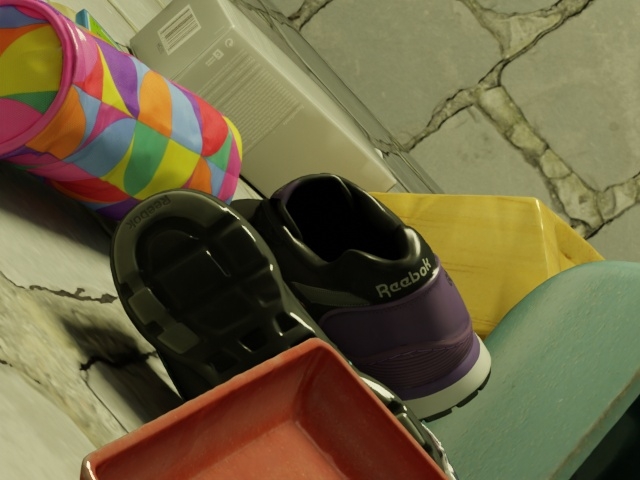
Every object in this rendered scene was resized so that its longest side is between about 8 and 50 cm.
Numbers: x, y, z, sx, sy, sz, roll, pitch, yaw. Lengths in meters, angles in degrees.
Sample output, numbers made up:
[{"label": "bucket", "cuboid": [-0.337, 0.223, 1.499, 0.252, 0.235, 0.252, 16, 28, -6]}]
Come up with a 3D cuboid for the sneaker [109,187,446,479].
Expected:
[{"label": "sneaker", "cuboid": [-0.012, 0.091, 1.033, 0.267, 0.101, 0.106, 59, -5, 12]}]

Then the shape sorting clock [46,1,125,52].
[{"label": "shape sorting clock", "cuboid": [-0.136, -0.088, 1.424, 0.206, 0.040, 0.206, 50, 7, -9]}]

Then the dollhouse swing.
[{"label": "dollhouse swing", "cuboid": [0.148, 0.169, 1.609, 0.315, 0.305, 0.347, 2, -21, 34]}]

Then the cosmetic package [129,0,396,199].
[{"label": "cosmetic package", "cuboid": [-0.051, -0.115, 1.780, 0.238, 0.107, 0.127, 46, 8, -31]}]

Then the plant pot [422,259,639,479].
[{"label": "plant pot", "cuboid": [0.182, 0.159, 1.249, 0.248, 0.247, 0.252, 43, -6, -24]}]

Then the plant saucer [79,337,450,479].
[{"label": "plant saucer", "cuboid": [0.023, 0.175, 0.857, 0.259, 0.048, 0.258, 48, 22, 8]}]

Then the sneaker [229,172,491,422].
[{"label": "sneaker", "cuboid": [0.000, 0.000, 1.207, 0.283, 0.107, 0.124, 28, -35, 54]}]

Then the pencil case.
[{"label": "pencil case", "cuboid": [-0.134, -0.064, 1.164, 0.104, 0.104, 0.236, 51, 7, 25]}]

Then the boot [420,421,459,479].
[{"label": "boot", "cuboid": [0.017, 0.115, 1.108, 0.069, 0.086, 0.190, 38, 13, -48]}]
